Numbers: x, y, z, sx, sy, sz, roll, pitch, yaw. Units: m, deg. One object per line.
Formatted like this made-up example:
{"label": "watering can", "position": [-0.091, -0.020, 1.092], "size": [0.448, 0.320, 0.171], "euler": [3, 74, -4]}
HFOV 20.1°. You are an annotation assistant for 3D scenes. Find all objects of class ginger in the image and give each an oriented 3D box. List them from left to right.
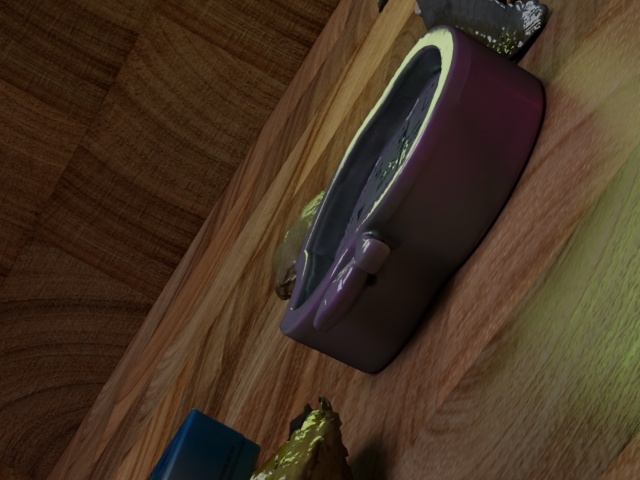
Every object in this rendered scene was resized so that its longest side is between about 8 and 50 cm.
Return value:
{"label": "ginger", "position": [0.000, -0.004, 2.176], "size": [0.213, 0.074, 0.137], "euler": [128, 151, -63]}

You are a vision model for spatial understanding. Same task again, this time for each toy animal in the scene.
{"label": "toy animal", "position": [0.139, -0.236, 1.934], "size": [0.197, 0.160, 0.272], "euler": [-60, 1, 25]}

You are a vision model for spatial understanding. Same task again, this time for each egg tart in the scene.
{"label": "egg tart", "position": [-0.041, 0.263, 1.515], "size": [0.279, 0.095, 0.279], "euler": [-58, 4, 6]}

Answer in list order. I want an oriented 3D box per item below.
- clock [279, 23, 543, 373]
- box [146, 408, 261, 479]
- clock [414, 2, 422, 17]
{"label": "clock", "position": [0.086, -0.042, 1.701], "size": [0.338, 0.102, 0.338], "euler": [-59, 10, 16]}
{"label": "box", "position": [-0.126, 0.251, 1.467], "size": [0.139, 0.073, 0.194], "euler": [-56, 7, 30]}
{"label": "clock", "position": [0.190, -0.341, 2.156], "size": [0.197, 0.068, 0.197], "euler": [-59, 9, 15]}
